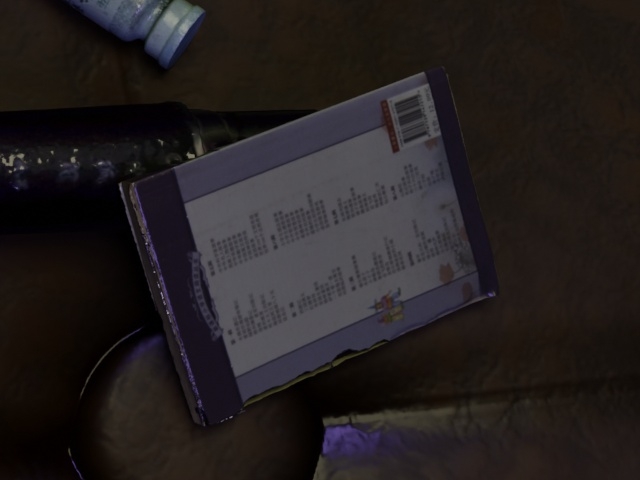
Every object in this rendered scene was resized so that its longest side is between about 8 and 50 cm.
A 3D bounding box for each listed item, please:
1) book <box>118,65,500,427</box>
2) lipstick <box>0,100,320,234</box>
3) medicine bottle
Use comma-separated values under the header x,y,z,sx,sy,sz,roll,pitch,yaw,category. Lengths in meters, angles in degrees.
x,y,z,sx,sy,sz,roll,pitch,yaw,category
-0.001,0.000,1.059,0.231,0.026,0.157,-22,104,-26,book
-0.080,-0.048,1.066,0.300,0.081,0.081,-5,67,-27,lipstick
-0.166,-0.185,1.118,0.191,0.051,0.051,35,59,-1,medicine bottle
